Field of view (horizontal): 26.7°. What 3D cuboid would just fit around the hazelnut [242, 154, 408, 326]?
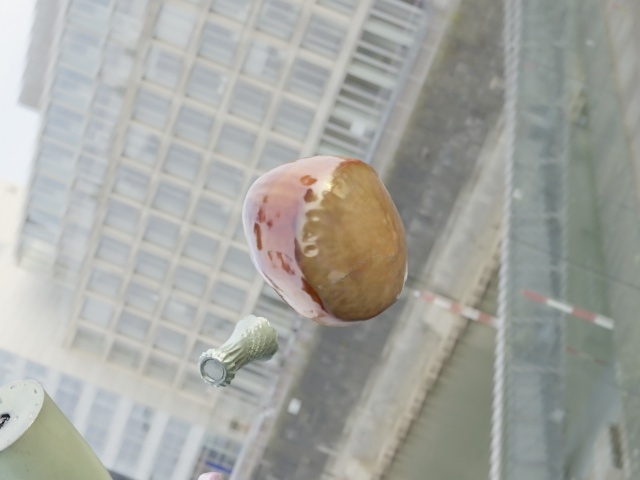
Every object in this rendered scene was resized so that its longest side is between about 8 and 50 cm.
[{"bbox_3d":[0.000,0.000,1.578,0.176,0.214,0.214,-32,-24,-38],"label":"hazelnut"}]

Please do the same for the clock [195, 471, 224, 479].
[{"bbox_3d":[-0.147,0.421,1.471,0.338,0.102,0.338,-6,-90,-81],"label":"clock"}]

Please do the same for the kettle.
[{"bbox_3d":[-0.444,0.349,2.132,0.165,0.255,0.240,-40,33,-10],"label":"kettle"}]

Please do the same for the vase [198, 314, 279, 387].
[{"bbox_3d":[-0.132,0.177,2.101,0.149,0.081,0.081,-33,-31,-61],"label":"vase"}]
